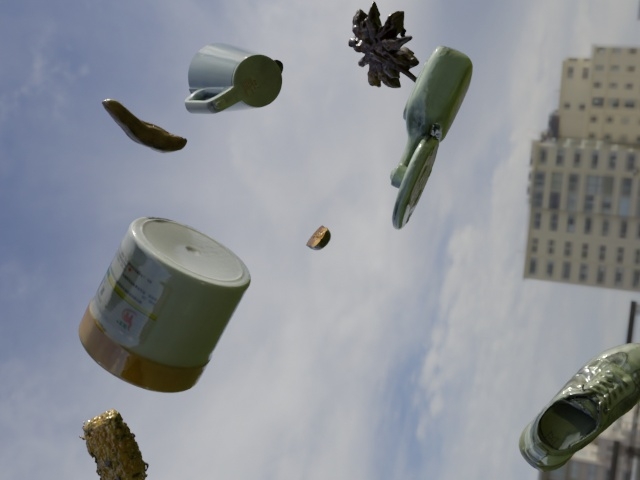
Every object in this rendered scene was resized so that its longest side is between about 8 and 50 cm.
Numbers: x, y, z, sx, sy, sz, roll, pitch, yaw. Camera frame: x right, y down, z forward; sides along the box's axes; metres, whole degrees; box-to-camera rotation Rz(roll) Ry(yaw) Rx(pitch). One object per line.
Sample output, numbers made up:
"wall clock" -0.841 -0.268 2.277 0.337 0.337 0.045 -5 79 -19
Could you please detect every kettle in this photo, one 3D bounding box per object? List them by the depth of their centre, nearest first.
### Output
"kettle" -0.207 -0.347 1.981 0.211 0.243 0.159 -29 -68 -17

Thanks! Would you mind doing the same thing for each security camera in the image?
"security camera" 0.157 -0.162 1.413 0.157 0.080 0.301 75 -143 -74

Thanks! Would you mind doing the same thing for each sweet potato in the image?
"sweet potato" -0.349 -0.216 1.732 0.182 0.054 0.053 30 -97 -29

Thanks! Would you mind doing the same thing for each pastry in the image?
"pastry" -0.326 0.341 1.427 0.140 0.080 0.056 62 -172 -14

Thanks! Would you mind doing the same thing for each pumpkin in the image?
"pumpkin" 0.001 0.000 1.686 0.050 0.028 0.083 -51 10 -2

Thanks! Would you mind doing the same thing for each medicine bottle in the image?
"medicine bottle" -0.275 0.110 1.578 0.231 0.238 0.238 -62 -17 16

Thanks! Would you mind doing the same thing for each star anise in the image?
"star anise" 0.137 -0.351 1.665 0.073 0.234 0.177 -38 -44 -34

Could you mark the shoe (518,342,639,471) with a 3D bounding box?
"shoe" 0.437 0.263 1.440 0.275 0.103 0.098 -43 -19 -7
